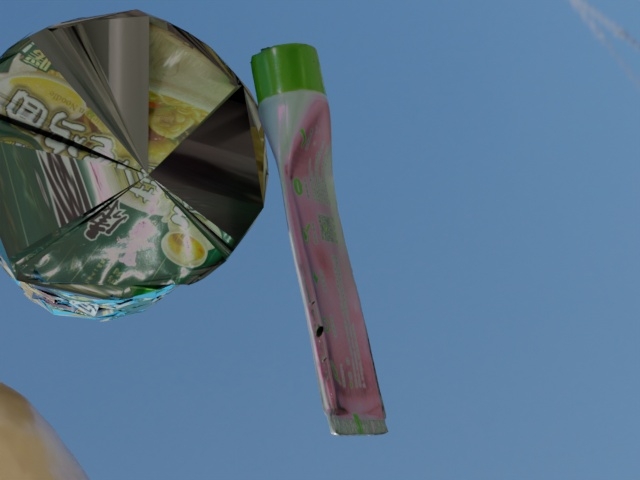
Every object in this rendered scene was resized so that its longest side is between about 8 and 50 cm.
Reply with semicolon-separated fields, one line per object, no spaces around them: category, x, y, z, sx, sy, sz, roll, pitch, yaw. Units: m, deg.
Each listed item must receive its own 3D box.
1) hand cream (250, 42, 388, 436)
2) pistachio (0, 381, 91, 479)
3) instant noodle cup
hand cream;0.001;0.000;1.041;0.079;0.050;0.275;-2;-105;-37
pistachio;-0.255;0.188;0.963;0.238;0.321;0.229;9;-93;-21
instant noodle cup;-0.170;-0.042;1.196;0.240;0.178;0.240;4;-108;-14
